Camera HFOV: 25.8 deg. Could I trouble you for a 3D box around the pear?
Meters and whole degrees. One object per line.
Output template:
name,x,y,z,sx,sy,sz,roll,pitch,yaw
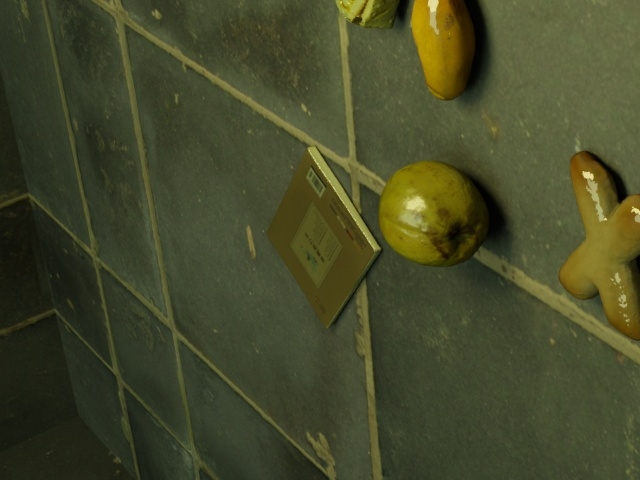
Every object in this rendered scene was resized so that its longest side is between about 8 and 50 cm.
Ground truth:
pear,0.157,-0.035,1.957,0.162,0.148,0.149,33,139,47

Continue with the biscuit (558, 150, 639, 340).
biscuit,0.359,0.010,1.732,0.164,0.047,0.208,40,143,40

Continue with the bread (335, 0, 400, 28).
bread,0.065,-0.367,1.942,0.117,0.064,0.156,51,152,35

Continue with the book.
book,0.000,0.000,2.419,0.217,0.021,0.310,57,153,16

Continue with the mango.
mango,0.162,-0.259,1.839,0.098,0.075,0.190,-119,18,-47
